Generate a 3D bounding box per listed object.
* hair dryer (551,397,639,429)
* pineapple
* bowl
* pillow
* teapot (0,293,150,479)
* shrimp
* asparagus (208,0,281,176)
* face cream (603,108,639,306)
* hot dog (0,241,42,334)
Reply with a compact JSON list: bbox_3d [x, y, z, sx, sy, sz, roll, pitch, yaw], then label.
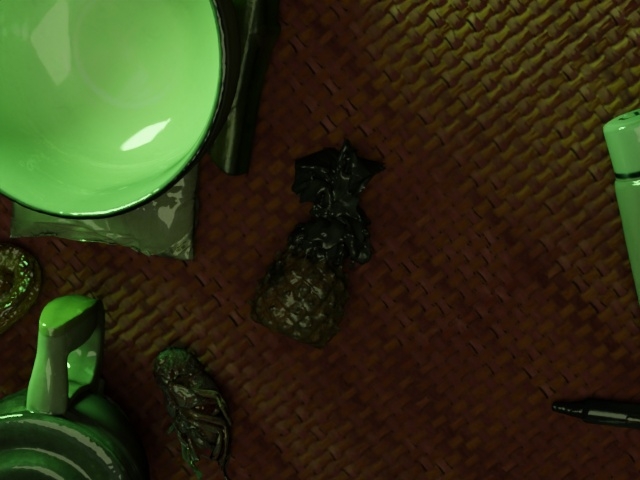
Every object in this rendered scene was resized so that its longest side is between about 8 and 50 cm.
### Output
[{"bbox_3d":[0.375,0.186,1.641,0.195,0.050,0.173,19,101,5],"label":"hair dryer"},{"bbox_3d":[0.000,0.000,1.609,0.119,0.111,0.237,18,96,-31],"label":"pineapple"},{"bbox_3d":[-0.233,-0.210,1.525,0.354,0.185,0.354,3,102,16],"label":"bowl"},{"bbox_3d":[-0.253,-0.060,1.649,0.229,0.050,0.148,8,97,4],"label":"pillow"},{"bbox_3d":[-0.320,0.232,1.625,0.239,0.239,0.322,-18,105,9],"label":"teapot"},{"bbox_3d":[-0.144,0.214,1.690,0.073,0.075,0.190,-29,111,-20],"label":"shrimp"},{"bbox_3d":[-0.087,-0.210,1.591,0.067,0.060,0.278,8,104,-17],"label":"asparagus"},{"bbox_3d":[0.397,0.006,1.572,0.143,0.089,0.314,-17,102,14],"label":"face cream"},{"bbox_3d":[-0.398,0.067,1.684,0.147,0.065,0.099,-36,87,15],"label":"hot dog"}]
